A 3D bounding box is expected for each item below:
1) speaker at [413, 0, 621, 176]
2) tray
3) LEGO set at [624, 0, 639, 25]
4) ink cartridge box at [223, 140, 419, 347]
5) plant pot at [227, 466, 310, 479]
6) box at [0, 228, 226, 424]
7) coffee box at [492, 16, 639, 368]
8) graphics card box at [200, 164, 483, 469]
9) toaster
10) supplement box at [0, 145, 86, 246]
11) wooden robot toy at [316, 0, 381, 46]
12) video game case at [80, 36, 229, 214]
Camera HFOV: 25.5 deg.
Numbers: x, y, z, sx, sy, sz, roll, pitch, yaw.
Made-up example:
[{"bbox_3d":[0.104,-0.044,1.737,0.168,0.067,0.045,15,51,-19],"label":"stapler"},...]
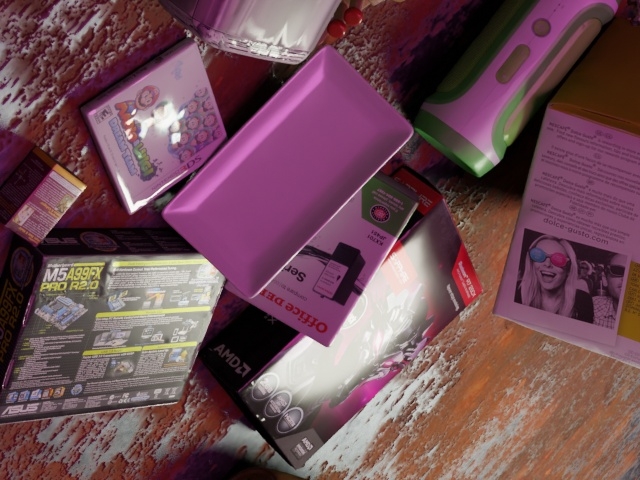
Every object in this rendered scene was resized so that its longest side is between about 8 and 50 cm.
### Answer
[{"bbox_3d":[0.248,-0.228,1.777,0.296,0.131,0.131,-52,143,1],"label":"speaker"},{"bbox_3d":[-0.037,-0.078,1.600,0.270,0.145,0.030,-45,-174,1],"label":"tray"},{"bbox_3d":[0.407,-0.407,1.759,0.107,0.132,0.287,-16,134,9],"label":"LEGO set"},{"bbox_3d":[0.000,0.000,1.680,0.208,0.153,0.087,-60,-177,11],"label":"ink cartridge box"},{"bbox_3d":[-0.037,0.429,1.971,0.237,0.237,0.254,-46,129,-6],"label":"plant pot"},{"bbox_3d":[-0.243,0.092,1.594,0.270,0.060,0.216,-2,120,-45],"label":"box"},{"bbox_3d":[0.471,-0.054,1.888,0.337,0.338,0.334,-47,153,-51],"label":"coffee box"},{"bbox_3d":[0.038,0.105,1.864,0.371,0.094,0.232,-42,142,-11],"label":"graphics card box"},{"bbox_3d":[-0.059,-0.270,1.431,0.227,0.129,0.146,3,122,-49],"label":"toaster"},{"bbox_3d":[-0.290,-0.045,1.446,0.083,0.043,0.055,-50,143,-3],"label":"supplement box"},{"bbox_3d":[0.022,-0.278,1.542,0.079,0.076,0.173,43,127,-19],"label":"wooden robot toy"},{"bbox_3d":[-0.174,-0.121,1.521,0.143,0.019,0.157,-37,140,-18],"label":"video game case"}]
